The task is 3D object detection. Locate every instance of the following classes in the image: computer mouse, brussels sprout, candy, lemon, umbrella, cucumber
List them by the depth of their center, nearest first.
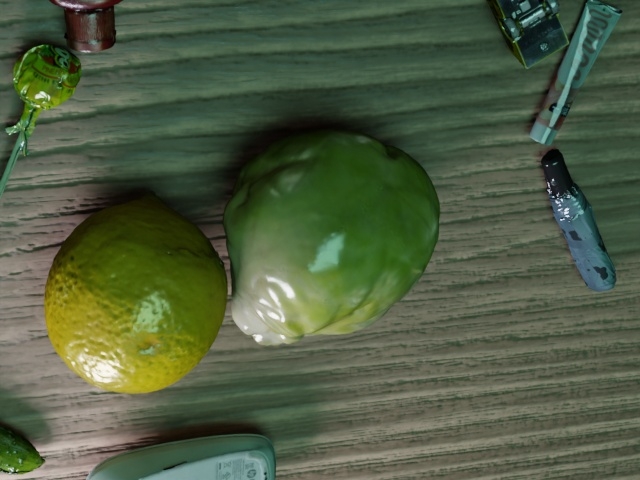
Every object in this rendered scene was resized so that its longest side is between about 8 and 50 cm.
[{"bbox_3d":[-0.369,-0.128,1.823,0.077,0.073,0.262,24,117,-9],"label":"candy"},{"bbox_3d":[-0.235,0.079,1.878,0.228,0.228,0.253,6,115,-21],"label":"lemon"},{"bbox_3d":[0.000,-0.008,1.913,0.316,0.242,0.274,-33,148,4],"label":"brussels sprout"},{"bbox_3d":[-0.468,0.269,2.005,0.227,0.069,0.069,28,106,-33],"label":"cucumber"},{"bbox_3d":[-0.204,0.350,2.119,0.288,0.097,0.159,-12,120,-25],"label":"computer mouse"},{"bbox_3d":[0.369,-0.024,2.123,0.052,0.053,0.250,-28,124,0],"label":"umbrella"}]

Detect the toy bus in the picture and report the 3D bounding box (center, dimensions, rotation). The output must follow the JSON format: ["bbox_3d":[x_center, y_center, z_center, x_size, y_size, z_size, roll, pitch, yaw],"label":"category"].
[{"bbox_3d":[0.247,-0.332,1.898,0.081,0.074,0.226,-32,123,2],"label":"toy bus"}]

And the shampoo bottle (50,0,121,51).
[{"bbox_3d":[-0.273,-0.350,1.720,0.102,0.064,0.260,-8,120,-15],"label":"shampoo bottle"}]

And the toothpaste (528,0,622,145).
[{"bbox_3d":[0.343,-0.227,2.014,0.056,0.036,0.205,17,108,-24],"label":"toothpaste"}]
